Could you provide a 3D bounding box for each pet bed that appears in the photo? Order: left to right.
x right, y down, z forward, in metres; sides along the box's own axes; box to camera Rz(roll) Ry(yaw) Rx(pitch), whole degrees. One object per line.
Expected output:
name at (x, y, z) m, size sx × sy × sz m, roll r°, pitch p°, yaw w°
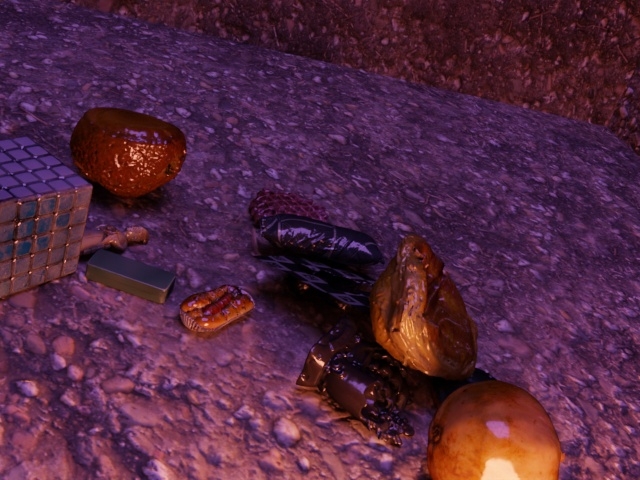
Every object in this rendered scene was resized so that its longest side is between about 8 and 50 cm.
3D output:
pet bed at (0.326, 0.337, 1.814) m, size 0.201 × 0.053 × 0.201 m, roll 14°, pitch 29°, yaw -8°

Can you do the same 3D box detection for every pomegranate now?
pomegranate at (0.333, 0.386, 1.547) m, size 0.270 × 0.229 × 0.252 m, roll 16°, pitch 28°, yaw -17°

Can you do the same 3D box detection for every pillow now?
pillow at (0.000, 0.000, 2.134) m, size 0.335 × 0.092 × 0.161 m, roll 15°, pitch 9°, yaw -11°

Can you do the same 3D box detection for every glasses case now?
glasses case at (-0.416, 0.078, 1.848) m, size 0.184 × 0.039 × 0.078 m, roll 19°, pitch 28°, yaw 1°

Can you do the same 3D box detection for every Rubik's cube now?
Rubik's cube at (-0.645, -0.051, 1.736) m, size 0.238 × 0.237 × 0.237 m, roll 33°, pitch 30°, yaw 24°

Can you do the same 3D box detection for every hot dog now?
hot dog at (-0.226, 0.144, 1.829) m, size 0.108 × 0.059 × 0.191 m, roll 36°, pitch 30°, yaw 21°

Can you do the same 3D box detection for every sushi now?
sushi at (0.037, 0.125, 1.998) m, size 0.320 × 0.068 × 0.339 m, roll 25°, pitch 11°, yaw 28°

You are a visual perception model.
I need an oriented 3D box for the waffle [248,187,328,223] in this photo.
waffle at (-0.086, -0.073, 2.300) m, size 0.221 × 0.055 × 0.234 m, roll 18°, pitch 29°, yaw 1°

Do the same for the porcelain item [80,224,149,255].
porcelain item at (-0.489, -0.004, 1.939) m, size 0.213 × 0.054 × 0.084 m, roll -12°, pitch 42°, yaw -45°

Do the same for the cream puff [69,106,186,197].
cream puff at (-0.496, -0.222, 2.164) m, size 0.303 × 0.212 × 0.303 m, roll 11°, pitch 21°, yaw -4°

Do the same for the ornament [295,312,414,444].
ornament at (0.103, 0.290, 1.732) m, size 0.260 × 0.106 × 0.251 m, roll 33°, pitch 28°, yaw 10°

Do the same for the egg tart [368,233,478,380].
egg tart at (0.219, 0.162, 1.817) m, size 0.339 × 0.153 × 0.351 m, roll 44°, pitch 34°, yaw -38°
